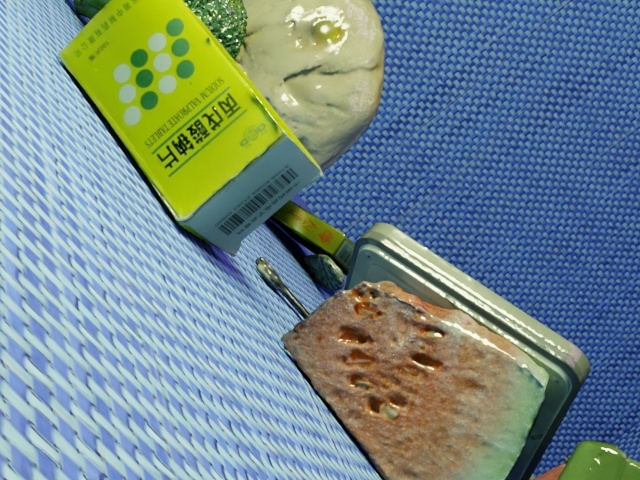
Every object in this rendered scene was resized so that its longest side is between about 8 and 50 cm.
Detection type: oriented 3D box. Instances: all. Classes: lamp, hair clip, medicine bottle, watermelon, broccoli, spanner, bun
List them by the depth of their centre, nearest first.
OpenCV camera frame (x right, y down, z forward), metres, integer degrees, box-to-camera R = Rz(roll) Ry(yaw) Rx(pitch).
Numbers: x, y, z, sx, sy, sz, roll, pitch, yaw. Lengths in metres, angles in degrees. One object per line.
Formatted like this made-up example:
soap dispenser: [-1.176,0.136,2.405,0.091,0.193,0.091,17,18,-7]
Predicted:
watermelon: [0.087,0.144,1.302,0.257,0.193,0.140,38,2,3]
medicine bottle: [-0.132,-0.126,1.325,0.250,0.137,0.141,52,3,21]
lamp: [0.135,0.129,1.403,0.269,0.047,0.266,33,-35,16]
spanner: [-0.005,0.105,1.618,0.254,0.015,0.054,50,4,-32]
broccoli: [-0.215,-0.308,1.768,0.241,0.261,0.269,13,-5,6]
bun: [-0.084,-0.266,1.972,0.365,0.365,0.219,53,27,17]
hair clip: [0.001,0.046,2.141,0.066,0.036,0.229,55,-5,-8]

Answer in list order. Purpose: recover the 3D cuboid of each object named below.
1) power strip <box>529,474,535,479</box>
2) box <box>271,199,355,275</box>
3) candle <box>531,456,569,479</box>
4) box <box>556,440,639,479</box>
power strip: [0.266,0.361,1.919,0.251,0.092,0.257,47,0,-12]
box: [0.000,0.000,2.216,0.173,0.043,0.311,34,-3,19]
candle: [0.342,0.457,1.687,0.317,0.131,0.287,65,3,31]
box: [0.335,0.332,1.238,0.329,0.178,0.253,24,-16,14]
